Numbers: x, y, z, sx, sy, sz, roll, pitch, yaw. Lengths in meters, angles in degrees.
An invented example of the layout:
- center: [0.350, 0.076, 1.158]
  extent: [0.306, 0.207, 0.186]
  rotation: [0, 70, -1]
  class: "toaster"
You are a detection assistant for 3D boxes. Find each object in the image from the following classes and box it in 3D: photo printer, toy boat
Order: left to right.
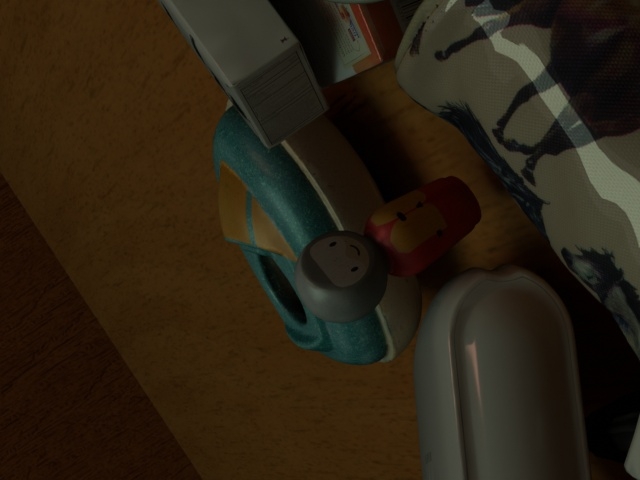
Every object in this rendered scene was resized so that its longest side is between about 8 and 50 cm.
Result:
- center: [0.000, 0.000, 1.091]
  extent: [0.267, 0.148, 0.318]
  rotation: [61, 162, -12]
  class: "toy boat"
- center: [0.136, 0.176, 1.013]
  extent: [0.256, 0.107, 0.307]
  rotation: [95, 171, -77]
  class: "photo printer"

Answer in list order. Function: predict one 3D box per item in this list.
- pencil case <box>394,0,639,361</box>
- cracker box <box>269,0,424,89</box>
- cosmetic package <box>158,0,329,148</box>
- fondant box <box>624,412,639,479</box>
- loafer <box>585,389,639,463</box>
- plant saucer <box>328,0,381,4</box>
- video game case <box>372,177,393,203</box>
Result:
- center: [0.211, 0.016, 0.694]
  extent: [0.410, 0.160, 0.183]
  rotation: [55, 170, 5]
  class: "pencil case"
- center: [-0.005, -0.192, 0.978]
  extent: [0.155, 0.067, 0.232]
  rotation: [68, 158, -6]
  class: "cracker box"
- center: [-0.088, -0.184, 0.967]
  extent: [0.239, 0.060, 0.099]
  rotation: [55, 176, 26]
  class: "cosmetic package"
- center: [0.221, -0.073, 0.275]
  extent: [0.096, 0.330, 0.238]
  rotation: [45, 158, 30]
  class: "fondant box"
- center: [0.253, 0.140, 0.907]
  extent: [0.078, 0.076, 0.223]
  rotation: [67, 156, -2]
  class: "loafer"
- center: [-0.051, -0.317, 0.758]
  extent: [0.400, 0.101, 0.400]
  rotation: [39, 142, 38]
  class: "plant saucer"
- center: [-0.006, -0.029, 1.326]
  extent: [0.196, 0.026, 0.274]
  rotation: [49, 160, 18]
  class: "video game case"
